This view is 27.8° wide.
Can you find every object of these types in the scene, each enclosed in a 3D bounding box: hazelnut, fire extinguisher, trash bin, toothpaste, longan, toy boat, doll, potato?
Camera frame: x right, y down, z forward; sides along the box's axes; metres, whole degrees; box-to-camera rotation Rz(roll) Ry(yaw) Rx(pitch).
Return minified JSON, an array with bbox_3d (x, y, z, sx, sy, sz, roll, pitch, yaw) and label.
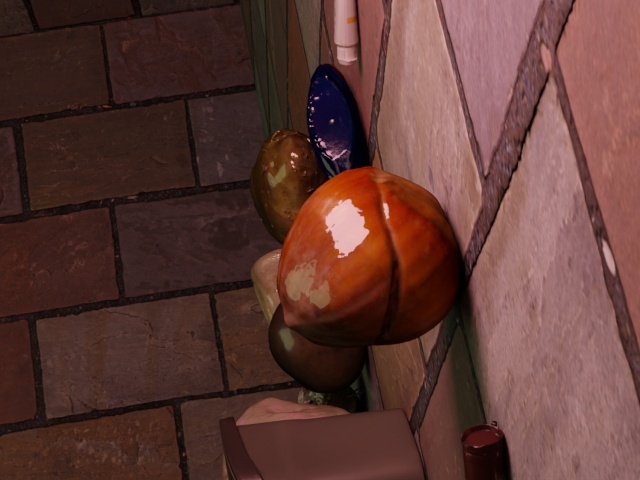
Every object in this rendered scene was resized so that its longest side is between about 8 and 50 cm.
[{"bbox_3d":[0.041,0.017,1.205,0.182,0.182,0.182,171,90,-85],"label":"hazelnut"},{"bbox_3d":[0.147,0.227,1.146,0.056,0.039,0.132,-45,-47,-54],"label":"fire extinguisher"},{"bbox_3d":[0.007,0.342,1.733,0.219,0.250,0.219,-108,10,-58],"label":"trash bin"},{"bbox_3d":[0.030,-0.307,1.584,0.048,0.031,0.190,-102,8,-60],"label":"toothpaste"},{"bbox_3d":[-0.002,0.161,2.109,0.187,0.167,0.167,60,-178,-19],"label":"longan"},{"bbox_3d":[0.030,-0.137,1.802,0.318,0.072,0.219,-25,-77,-85],"label":"toy boat"},{"bbox_3d":[0.021,0.314,2.316,0.221,0.115,0.105,85,-161,-56],"label":"doll"},{"bbox_3d":[-0.053,-0.093,2.307,0.296,0.141,0.191,97,163,-65],"label":"potato"}]

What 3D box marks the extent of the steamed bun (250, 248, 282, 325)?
[{"bbox_3d":[-0.019,0.129,2.332,0.238,0.153,0.170,67,175,-31],"label":"steamed bun"}]

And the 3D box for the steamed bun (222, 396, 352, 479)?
[{"bbox_3d":[-0.015,0.395,1.950,0.320,0.275,0.206,41,-177,-2],"label":"steamed bun"}]
